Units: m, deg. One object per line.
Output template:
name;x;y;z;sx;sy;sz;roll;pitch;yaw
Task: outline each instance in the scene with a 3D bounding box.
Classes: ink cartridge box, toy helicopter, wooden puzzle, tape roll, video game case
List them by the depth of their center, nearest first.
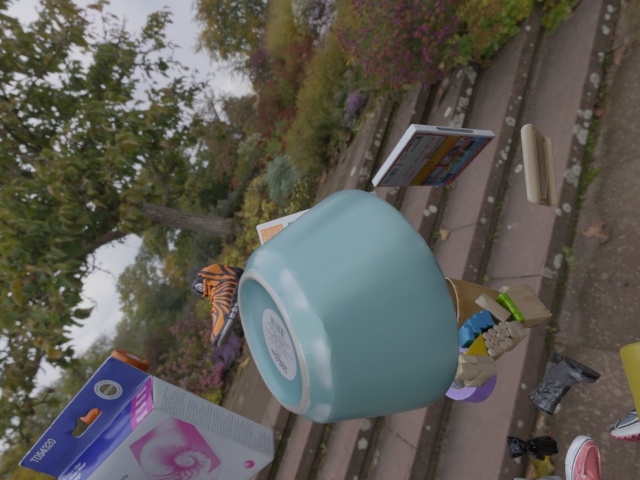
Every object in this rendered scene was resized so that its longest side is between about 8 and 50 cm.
ink cartridge box;-0.307;0.391;0.704;0.324;0.330;0.071;-47;25;17
toy helicopter;-0.332;0.376;0.913;0.140;0.235;0.355;-65;-22;-16
video game case;0.300;-0.217;1.068;0.204;0.285;0.025;-56;47;48
wooden puzzle;0.637;-0.211;1.177;0.044;0.239;0.221;-6;88;42
tape roll;0.488;0.442;1.350;0.189;0.080;0.189;-43;37;45

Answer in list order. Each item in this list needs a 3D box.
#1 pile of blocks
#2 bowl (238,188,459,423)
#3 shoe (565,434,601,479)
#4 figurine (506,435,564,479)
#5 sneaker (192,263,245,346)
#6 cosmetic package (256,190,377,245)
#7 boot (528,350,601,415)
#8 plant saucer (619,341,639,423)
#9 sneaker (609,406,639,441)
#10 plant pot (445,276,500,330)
pile of blocks;0.423;0.236;1.012;0.362;0.149;0.112;-27;-33;-31
bowl;0.002;0.101;0.522;0.311;0.163;0.311;34;132;49
shoe;0.469;0.436;0.682;0.081;0.063;0.178;160;127;-72
figurine;0.761;0.816;1.435;0.092;0.209;0.215;-43;40;52
sneaker;-0.361;0.209;1.371;0.321;0.180;0.124;-81;12;-51
cosmetic package;0.000;0.000;1.403;0.453;0.161;0.230;-14;91;40
boot;0.867;0.533;1.443;0.223;0.118;0.338;-60;-23;-1
plant saucer;0.880;0.336;0.865;0.333;0.333;0.081;-54;-46;-51
sneaker;0.865;0.421;1.021;0.112;0.121;0.299;-100;29;-49
plant pot;0.576;0.258;1.474;0.237;0.254;0.237;-178;90;-84
